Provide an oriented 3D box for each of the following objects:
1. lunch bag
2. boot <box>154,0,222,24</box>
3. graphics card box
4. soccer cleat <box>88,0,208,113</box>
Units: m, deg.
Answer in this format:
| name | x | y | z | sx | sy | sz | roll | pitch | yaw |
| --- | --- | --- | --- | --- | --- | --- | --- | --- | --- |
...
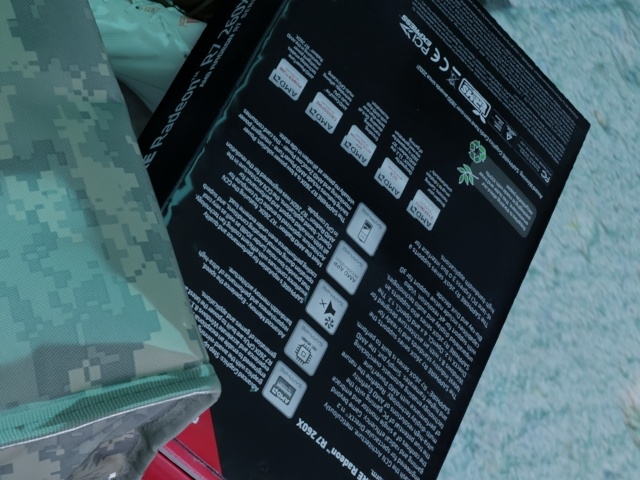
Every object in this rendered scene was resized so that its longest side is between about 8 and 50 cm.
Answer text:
| name | x | y | z | sx | sy | sz | roll | pitch | yaw |
| --- | --- | --- | --- | --- | --- | --- | --- | --- | --- |
| lunch bag | -0.220 | 0.014 | 0.765 | 0.287 | 0.169 | 0.235 | -11 | 72 | -27 |
| boot | -0.070 | -0.177 | 1.147 | 0.305 | 0.112 | 0.115 | 8 | 62 | -57 |
| graphics card box | 0.000 | 0.000 | 1.042 | 0.233 | 0.094 | 0.371 | 42 | 56 | -24 |
| soccer cleat | -0.108 | -0.121 | 1.093 | 0.196 | 0.076 | 0.068 | 39 | 40 | -27 |
